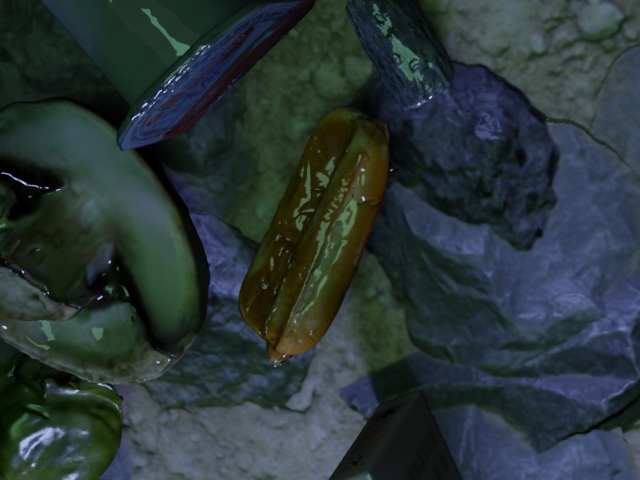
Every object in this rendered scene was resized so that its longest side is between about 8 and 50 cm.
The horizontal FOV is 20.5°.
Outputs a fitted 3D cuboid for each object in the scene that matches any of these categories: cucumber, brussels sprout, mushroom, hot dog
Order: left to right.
[{"bbox_3d":[-0.262,0.191,1.676,0.139,0.100,0.181,26,100,-14],"label":"brussels sprout"},{"bbox_3d":[-0.233,0.004,1.574,0.267,0.189,0.164,33,144,-25],"label":"mushroom"},{"bbox_3d":[0.000,0.000,1.564,0.102,0.076,0.249,40,114,41],"label":"hot dog"},{"bbox_3d":[0.066,-0.169,1.507,0.064,0.064,0.112,-31,95,20],"label":"cucumber"}]

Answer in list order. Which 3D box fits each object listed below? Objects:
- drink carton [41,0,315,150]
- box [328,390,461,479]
[{"bbox_3d":[-0.141,-0.208,1.492,0.185,0.191,0.189,-38,87,22],"label":"drink carton"},{"bbox_3d":[0.121,0.332,1.552,0.051,0.204,0.365,-22,98,19],"label":"box"}]
